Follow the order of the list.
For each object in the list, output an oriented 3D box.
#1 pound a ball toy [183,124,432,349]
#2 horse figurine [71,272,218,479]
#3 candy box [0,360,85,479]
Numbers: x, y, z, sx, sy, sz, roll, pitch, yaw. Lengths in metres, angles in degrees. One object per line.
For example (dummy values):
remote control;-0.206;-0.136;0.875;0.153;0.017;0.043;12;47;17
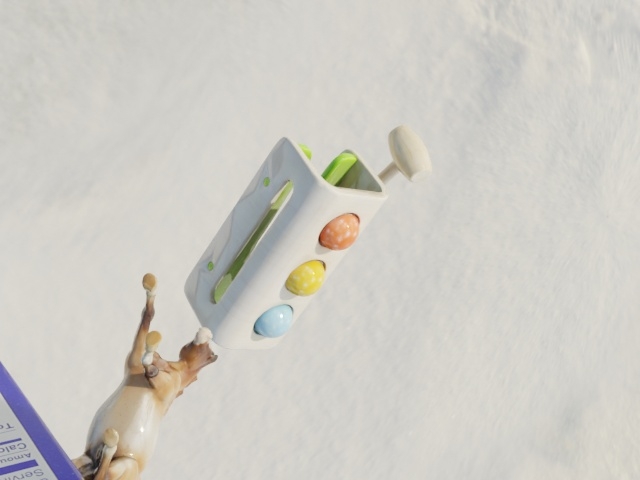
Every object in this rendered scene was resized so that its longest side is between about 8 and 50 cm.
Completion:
pound a ball toy;0.000;0.000;1.375;0.319;0.208;0.136;-53;53;27
horse figurine;-0.161;0.154;0.883;0.066;0.174;0.263;18;58;6
candy box;-0.196;0.166;0.505;0.317;0.122;0.268;34;131;51
